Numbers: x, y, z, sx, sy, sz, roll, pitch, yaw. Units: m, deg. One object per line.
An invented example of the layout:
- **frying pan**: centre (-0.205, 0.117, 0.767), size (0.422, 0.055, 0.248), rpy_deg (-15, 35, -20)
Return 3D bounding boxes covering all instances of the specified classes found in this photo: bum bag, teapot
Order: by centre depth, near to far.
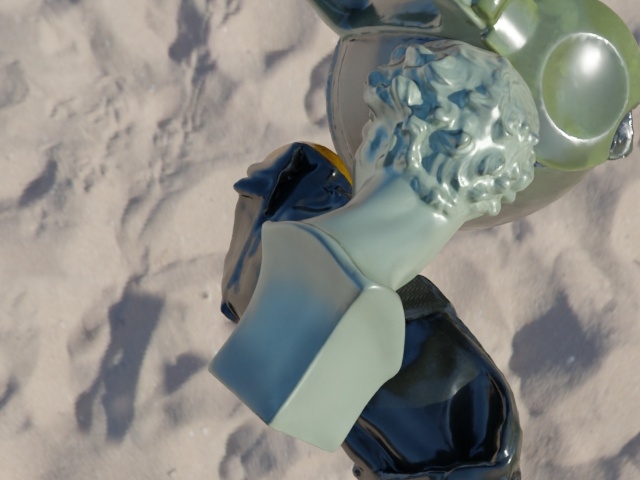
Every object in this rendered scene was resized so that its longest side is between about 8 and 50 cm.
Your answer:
- **bum bag**: centre (0.031, 0.075, 0.809), size (0.142, 0.080, 0.326), rpy_deg (-50, 61, 24)
- **teapot**: centre (0.137, -0.164, 0.970), size (0.239, 0.239, 0.321), rpy_deg (-30, 102, -22)

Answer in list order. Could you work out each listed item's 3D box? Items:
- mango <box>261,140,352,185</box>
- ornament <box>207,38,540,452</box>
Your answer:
- **mango**: centre (-0.002, -0.002, 0.956), size (0.089, 0.115, 0.165), rpy_deg (-21, 103, -12)
- **ornament**: centre (0.039, -0.005, 0.712), size (0.130, 0.120, 0.285), rpy_deg (15, 66, 39)
